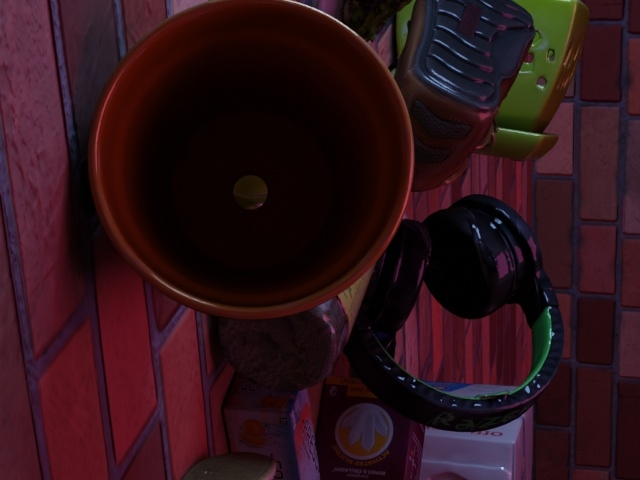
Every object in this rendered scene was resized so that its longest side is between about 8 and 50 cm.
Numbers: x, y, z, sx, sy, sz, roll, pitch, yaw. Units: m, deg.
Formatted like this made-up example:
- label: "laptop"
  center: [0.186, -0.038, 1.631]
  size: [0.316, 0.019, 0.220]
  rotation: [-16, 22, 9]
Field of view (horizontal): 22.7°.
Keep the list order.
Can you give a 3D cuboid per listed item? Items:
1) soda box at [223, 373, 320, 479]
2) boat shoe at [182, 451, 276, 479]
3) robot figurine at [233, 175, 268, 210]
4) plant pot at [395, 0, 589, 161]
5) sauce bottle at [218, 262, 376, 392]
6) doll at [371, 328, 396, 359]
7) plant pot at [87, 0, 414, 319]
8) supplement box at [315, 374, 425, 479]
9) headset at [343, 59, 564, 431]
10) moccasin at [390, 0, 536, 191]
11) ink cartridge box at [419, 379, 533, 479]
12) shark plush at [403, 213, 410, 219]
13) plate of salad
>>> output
- label: "soda box"
  center: [-0.038, 0.198, 1.405]
  size: [0.058, 0.063, 0.183]
  rotation: [-70, 158, -51]
- label: "boat shoe"
  center: [-0.084, 0.217, 1.241]
  size: [0.170, 0.063, 0.059]
  rotation: [-35, 130, -61]
- label: "robot figurine"
  center: [-0.046, -0.057, 1.308]
  size: [0.115, 0.067, 0.101]
  rotation: [61, 32, -64]
- label: "plant pot"
  center: [0.210, -0.214, 2.029]
  size: [0.227, 0.228, 0.207]
  rotation: [-16, 116, -76]
- label: "sauce bottle"
  center: [0.000, 0.000, 1.425]
  size: [0.344, 0.111, 0.111]
  rotation: [-66, 156, -59]
- label: "doll"
  center: [0.071, 0.125, 1.877]
  size: [0.129, 0.046, 0.189]
  rotation: [-79, 173, -67]
- label: "plant pot"
  center: [-0.046, -0.044, 1.085]
  size: [0.188, 0.205, 0.205]
  rotation: [108, -13, -84]
- label: "supplement box"
  center: [0.049, 0.246, 1.692]
  size: [0.081, 0.104, 0.188]
  rotation: [64, 32, -63]
- label: "headset"
  center: [0.120, 0.007, 1.686]
  size: [0.185, 0.243, 0.394]
  rotation: [116, -40, -49]
- label: "moccasin"
  center: [0.138, -0.162, 1.626]
  size: [0.380, 0.139, 0.147]
  rotation: [-76, -169, -59]
- label: "ink cartridge box"
  center: [0.190, 0.305, 2.150]
  size: [0.232, 0.171, 0.168]
  rotation: [-40, 132, -71]
- label: "shark plush"
  center: [0.080, -0.020, 1.941]
  size: [0.161, 0.073, 0.067]
  rotation: [61, 9, -29]
- label: "plate of salad"
  center: [0.074, -0.274, 1.602]
  size: [0.200, 0.048, 0.200]
  rotation: [-38, 158, -19]
